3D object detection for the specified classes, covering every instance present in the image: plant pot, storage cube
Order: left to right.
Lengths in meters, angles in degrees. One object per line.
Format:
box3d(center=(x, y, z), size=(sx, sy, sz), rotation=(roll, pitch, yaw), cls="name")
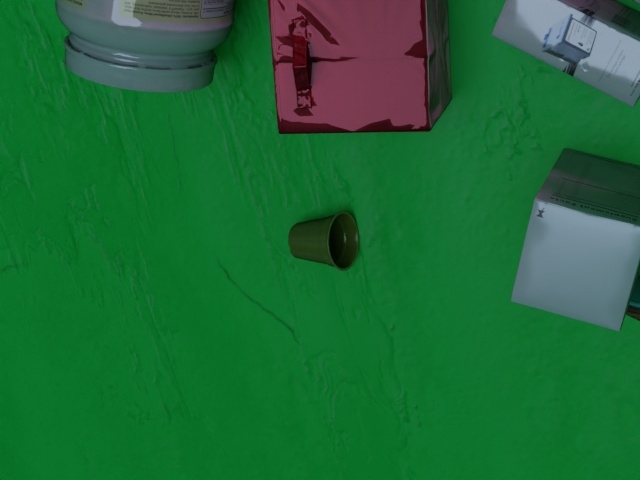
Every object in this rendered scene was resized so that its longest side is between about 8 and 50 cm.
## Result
box3d(center=(0.000, 0.000, 1.725), size=(0.079, 0.083, 0.083), rotation=(1, 109, 33), cls="plant pot")
box3d(center=(0.055, -0.240, 1.545), size=(0.193, 0.215, 0.184), rotation=(0, 108, 13), cls="storage cube")

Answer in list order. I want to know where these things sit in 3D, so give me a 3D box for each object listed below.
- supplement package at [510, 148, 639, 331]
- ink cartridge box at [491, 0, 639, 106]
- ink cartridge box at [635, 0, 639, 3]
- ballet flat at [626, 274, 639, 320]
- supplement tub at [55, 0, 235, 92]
box3d(center=(0.329, -0.008, 1.504), size=(0.139, 0.244, 0.134), rotation=(16, 112, 15), cls="supplement package")
box3d(center=(0.318, -0.251, 1.482), size=(0.190, 0.139, 0.082), rotation=(27, 117, 10), cls="ink cartridge box")
box3d(center=(0.307, -0.421, 1.233), size=(0.261, 0.066, 0.296), rotation=(34, 108, 12), cls="ink cartridge box")
box3d(center=(0.553, 0.061, 1.537), size=(0.342, 0.116, 0.124), rotation=(-23, 118, 21), cls="ballet flat")
box3d(center=(-0.217, -0.374, 1.580), size=(0.235, 0.235, 0.325), rotation=(15, 113, 14), cls="supplement tub")
